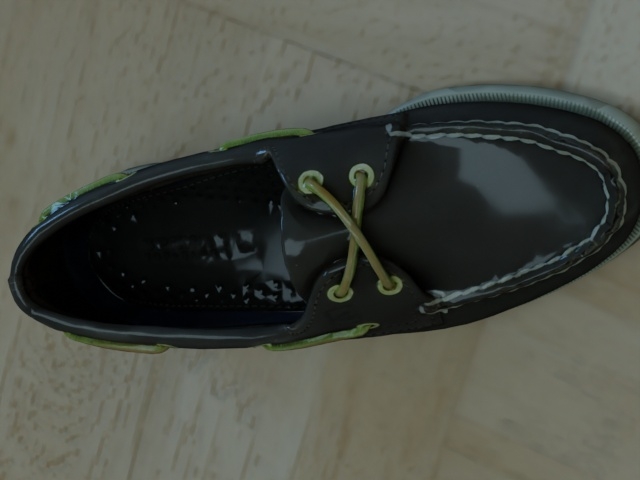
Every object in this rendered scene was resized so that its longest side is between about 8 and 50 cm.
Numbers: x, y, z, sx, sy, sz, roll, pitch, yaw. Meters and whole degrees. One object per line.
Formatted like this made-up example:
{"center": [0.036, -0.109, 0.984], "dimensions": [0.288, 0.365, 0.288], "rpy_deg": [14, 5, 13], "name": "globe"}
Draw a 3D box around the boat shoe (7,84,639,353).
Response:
{"center": [0.000, 0.000, 0.521], "dimensions": [0.227, 0.068, 0.081], "rpy_deg": [-9, 99, 26], "name": "boat shoe"}
